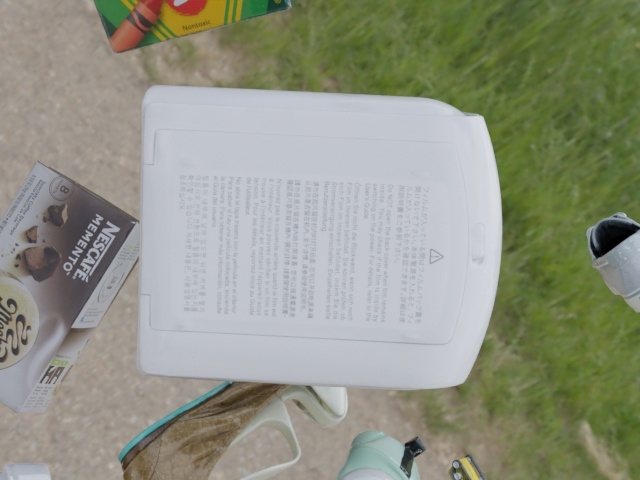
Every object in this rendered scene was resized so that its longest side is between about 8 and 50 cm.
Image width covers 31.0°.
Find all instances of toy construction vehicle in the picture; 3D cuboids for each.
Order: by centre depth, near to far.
[{"bbox_3d":[0.136,0.263,1.100,0.085,0.035,0.098,-12,63,-47],"label":"toy construction vehicle"}]

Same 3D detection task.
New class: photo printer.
[{"bbox_3d":[0.000,0.000,0.993,0.107,0.307,0.256,-78,170,-80],"label":"photo printer"}]

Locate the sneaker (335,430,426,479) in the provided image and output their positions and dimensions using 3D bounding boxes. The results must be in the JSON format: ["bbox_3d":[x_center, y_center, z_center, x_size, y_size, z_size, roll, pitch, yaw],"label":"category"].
[{"bbox_3d":[0.093,0.292,1.058,0.151,0.094,0.256,-68,134,-74],"label":"sneaker"}]

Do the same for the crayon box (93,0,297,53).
[{"bbox_3d":[-0.160,-0.362,1.133,0.081,0.202,0.319,-66,141,-61],"label":"crayon box"}]

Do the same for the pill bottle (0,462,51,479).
[{"bbox_3d":[-0.435,0.309,1.226,0.283,0.161,0.161,2,59,-22],"label":"pill bottle"}]

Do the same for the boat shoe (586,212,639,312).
[{"bbox_3d":[0.309,0.009,1.156,0.081,0.079,0.227,53,11,-1],"label":"boat shoe"}]

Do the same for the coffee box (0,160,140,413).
[{"bbox_3d":[-0.378,0.065,1.569,0.168,0.297,0.119,32,-4,8],"label":"coffee box"}]

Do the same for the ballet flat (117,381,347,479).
[{"bbox_3d":[-0.052,0.174,1.218,0.342,0.116,0.124,-38,78,-31],"label":"ballet flat"}]
